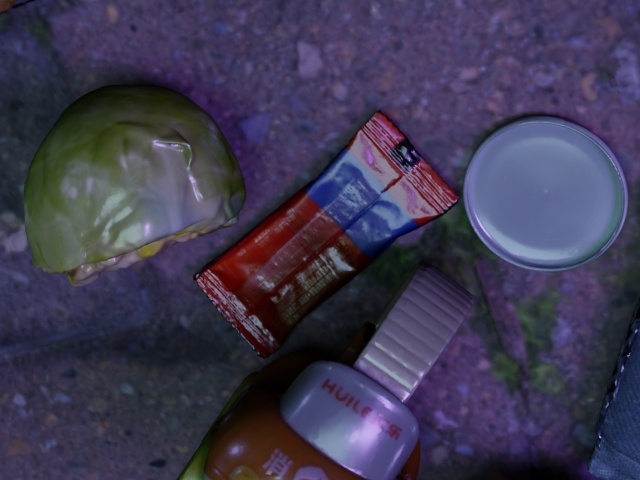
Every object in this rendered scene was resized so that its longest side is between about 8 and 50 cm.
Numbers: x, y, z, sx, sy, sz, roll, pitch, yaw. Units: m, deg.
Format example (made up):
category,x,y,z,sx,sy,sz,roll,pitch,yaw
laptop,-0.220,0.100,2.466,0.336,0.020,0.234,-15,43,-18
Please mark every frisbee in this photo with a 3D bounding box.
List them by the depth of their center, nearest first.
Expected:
category,x,y,z,sx,sy,sz,roll,pitch,yaw
frisbee,0.148,-0.030,0.960,0.110,0.014,0.110,7,115,16

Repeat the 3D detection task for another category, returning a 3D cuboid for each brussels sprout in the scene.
category,x,y,z,sx,sy,sz,roll,pitch,yaw
brussels sprout,-0.135,-0.044,0.982,0.151,0.149,0.122,-22,89,-14

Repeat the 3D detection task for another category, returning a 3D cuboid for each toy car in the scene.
category,x,y,z,sx,sy,sz,roll,pitch,yaw
toy car,0.020,0.113,0.962,0.145,0.235,0.235,34,119,2

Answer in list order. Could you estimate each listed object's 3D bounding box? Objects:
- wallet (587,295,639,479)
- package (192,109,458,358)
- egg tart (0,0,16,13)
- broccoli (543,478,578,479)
category,x,y,z,sx,sy,sz,roll,pitch,yaw
wallet,0.323,0.049,0.904,0.237,0.075,0.342,22,120,16
package,0.000,0.000,1.018,0.083,0.022,0.200,47,117,-5
egg tart,-0.293,-0.290,0.910,0.341,0.129,0.341,14,135,14
broccoli,0.152,0.249,1.002,0.156,0.195,0.195,33,125,42
